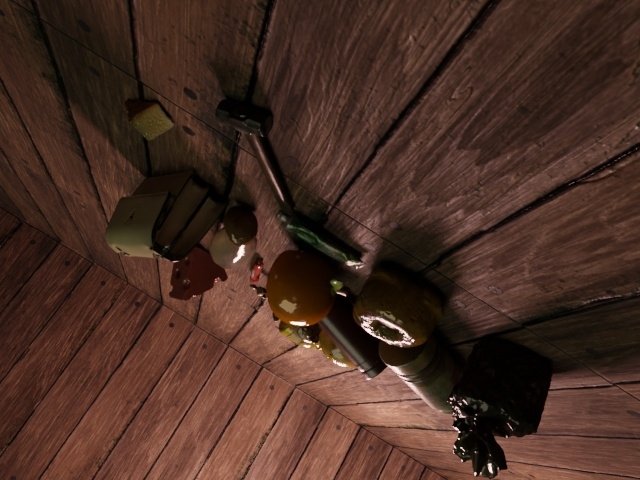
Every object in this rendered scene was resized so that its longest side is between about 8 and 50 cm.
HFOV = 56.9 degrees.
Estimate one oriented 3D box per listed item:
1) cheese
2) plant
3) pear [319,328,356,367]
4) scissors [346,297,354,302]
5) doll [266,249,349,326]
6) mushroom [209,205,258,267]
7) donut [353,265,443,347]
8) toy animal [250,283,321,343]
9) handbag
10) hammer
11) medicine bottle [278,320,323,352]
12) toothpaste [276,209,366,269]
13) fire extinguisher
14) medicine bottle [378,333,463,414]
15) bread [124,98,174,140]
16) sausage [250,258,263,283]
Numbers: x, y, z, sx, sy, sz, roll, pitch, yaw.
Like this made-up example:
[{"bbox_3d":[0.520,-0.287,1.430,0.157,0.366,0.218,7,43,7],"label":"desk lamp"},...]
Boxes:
[{"bbox_3d":[-0.440,0.124,2.181,0.177,0.202,0.128,11,175,-42],"label":"cheese"},{"bbox_3d":[0.416,0.415,1.444,0.213,0.312,0.215,30,162,14],"label":"plant"},{"bbox_3d":[0.087,0.324,1.881,0.178,0.178,0.178,27,159,11],"label":"pear"},{"bbox_3d":[0.077,0.175,1.782,0.083,0.006,0.036,24,156,18],"label":"scissors"},{"bbox_3d":[-0.024,0.132,1.580,0.236,0.213,0.213,4,149,25],"label":"doll"},{"bbox_3d":[-0.247,0.004,1.685,0.128,0.128,0.350,33,156,-4],"label":"mushroom"},{"bbox_3d":[0.189,0.173,1.461,0.209,0.128,0.261,27,160,10],"label":"donut"},{"bbox_3d":[-0.102,0.238,1.984,0.157,0.097,0.312,45,180,-43],"label":"toy animal"},{"bbox_3d":[-0.449,-0.060,1.652,0.160,0.236,0.359,42,157,-30],"label":"handbag"},{"bbox_3d":[-0.115,-0.157,1.259,0.111,0.043,0.365,22,158,22],"label":"hammer"},{"bbox_3d":[-0.035,0.332,2.122,0.212,0.121,0.122,37,158,-15],"label":"medicine bottle"},{"bbox_3d":[0.000,0.000,1.448,0.248,0.047,0.078,33,161,-10],"label":"toothpaste"},{"bbox_3d":[0.068,0.246,1.746,0.337,0.114,0.135,49,175,0],"label":"fire extinguisher"},{"bbox_3d":[0.310,0.368,1.696,0.151,0.151,0.322,7,149,47],"label":"medicine bottle"},{"bbox_3d":[-0.394,-0.292,1.366,0.084,0.080,0.109,53,-175,-44],"label":"bread"},{"bbox_3d":[-0.216,0.106,1.989,0.034,0.034,0.253,31,159,0],"label":"sausage"}]
